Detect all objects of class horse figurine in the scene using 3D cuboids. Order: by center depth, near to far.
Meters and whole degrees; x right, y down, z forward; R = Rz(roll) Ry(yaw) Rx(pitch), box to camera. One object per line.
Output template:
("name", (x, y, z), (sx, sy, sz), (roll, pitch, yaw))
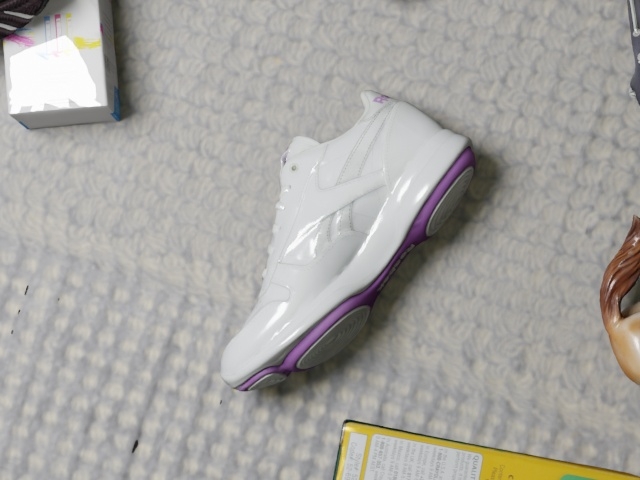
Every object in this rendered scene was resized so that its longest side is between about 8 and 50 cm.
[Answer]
("horse figurine", (0.339, 0.102, 1.548), (0.174, 0.066, 0.263), (-44, 89, -8))

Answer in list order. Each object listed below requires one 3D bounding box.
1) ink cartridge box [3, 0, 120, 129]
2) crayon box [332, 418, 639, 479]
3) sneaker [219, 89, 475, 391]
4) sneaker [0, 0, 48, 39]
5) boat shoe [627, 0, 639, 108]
("ink cartridge box", (-0.235, -0.180, 1.557), (0.090, 0.092, 0.143), (-5, 85, 1))
("crayon box", (0.160, 0.288, 1.527), (0.323, 0.083, 0.203), (11, 86, 2))
("sneaker", (0.000, 0.000, 1.549), (0.152, 0.114, 0.305), (38, 83, 16))
("sneaker", (-0.347, -0.241, 1.504), (0.281, 0.106, 0.162), (-22, 73, 38))
("boat shoe", (0.317, -0.146, 1.578), (0.065, 0.075, 0.206), (-2, 92, 43))
